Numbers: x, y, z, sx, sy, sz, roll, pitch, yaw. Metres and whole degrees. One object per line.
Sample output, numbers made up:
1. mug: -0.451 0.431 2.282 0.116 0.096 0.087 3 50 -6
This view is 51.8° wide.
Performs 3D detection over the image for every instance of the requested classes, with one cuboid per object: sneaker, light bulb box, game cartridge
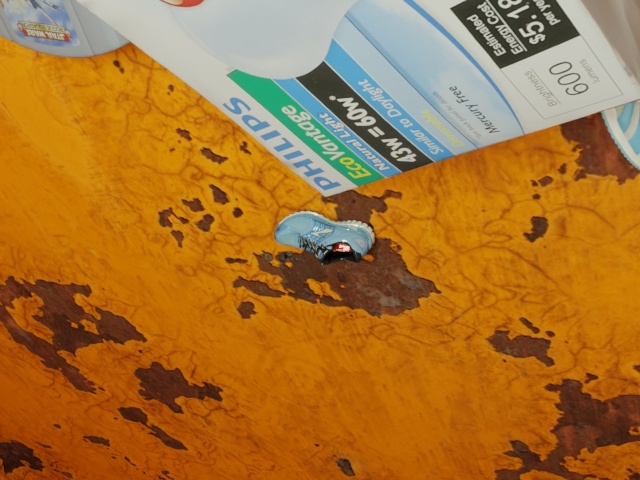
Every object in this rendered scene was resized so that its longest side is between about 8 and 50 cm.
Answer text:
1. sneaker: 0.000 0.000 1.035 0.162 0.073 0.063 6 134 18
2. light bulb box: 0.035 -0.253 0.576 0.358 0.225 0.361 36 148 -32
3. game cartridge: -0.358 -0.332 0.831 0.297 0.062 0.198 16 134 31
4. sneaker: 0.355 -0.164 0.719 0.092 0.087 0.229 -21 123 34
